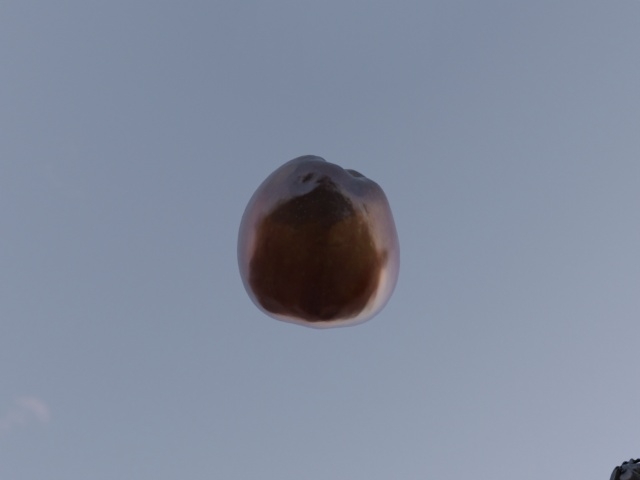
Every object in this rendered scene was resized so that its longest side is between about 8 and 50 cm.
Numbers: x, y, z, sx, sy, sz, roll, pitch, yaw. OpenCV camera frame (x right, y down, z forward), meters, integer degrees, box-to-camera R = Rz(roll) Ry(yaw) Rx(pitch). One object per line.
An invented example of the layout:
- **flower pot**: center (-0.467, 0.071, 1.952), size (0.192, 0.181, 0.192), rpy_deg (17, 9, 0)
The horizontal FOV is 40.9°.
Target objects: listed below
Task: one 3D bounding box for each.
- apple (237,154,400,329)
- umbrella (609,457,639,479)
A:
- **apple**: center (0.000, 0.000, 1.108), size (0.229, 0.230, 0.230), rpy_deg (1, -65, 3)
- **umbrella**: center (0.392, 0.382, 1.156), size (0.128, 0.154, 0.337), rpy_deg (21, -73, -15)
